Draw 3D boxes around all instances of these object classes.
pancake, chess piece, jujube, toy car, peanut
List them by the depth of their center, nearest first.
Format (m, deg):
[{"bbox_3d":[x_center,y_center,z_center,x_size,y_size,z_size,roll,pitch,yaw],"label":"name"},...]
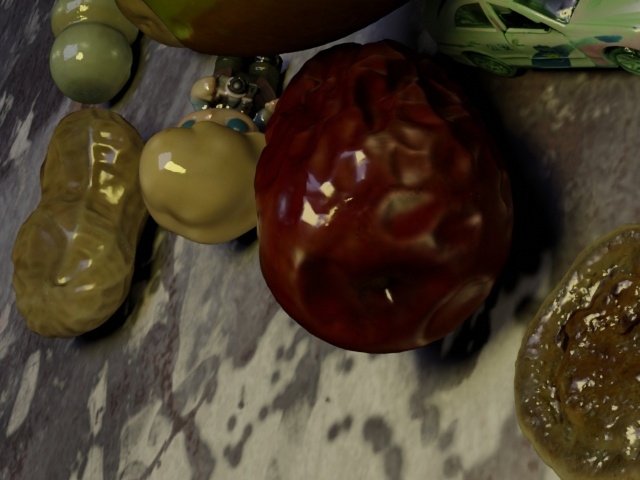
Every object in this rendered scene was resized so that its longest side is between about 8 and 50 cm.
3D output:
[{"bbox_3d":[0.151,0.056,0.616,0.151,0.025,0.152,-36,41,40],"label":"pancake"},{"bbox_3d":[0.140,-0.152,0.744,0.224,0.076,0.090,14,79,61],"label":"toy car"},{"bbox_3d":[0.032,-0.035,0.762,0.155,0.155,0.230,-52,25,22],"label":"jujube"},{"bbox_3d":[-0.232,-0.019,1.220,0.196,0.110,0.233,-22,50,58],"label":"peanut"},{"bbox_3d":[-0.260,-0.269,1.465,0.133,0.133,0.243,-33,49,44],"label":"chess piece"}]

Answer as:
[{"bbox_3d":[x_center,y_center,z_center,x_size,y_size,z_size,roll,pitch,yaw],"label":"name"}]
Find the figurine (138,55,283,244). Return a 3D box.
[{"bbox_3d":[-0.077,-0.088,1.039,0.108,0.114,0.196,115,174,-56],"label":"figurine"}]

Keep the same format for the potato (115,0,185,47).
[{"bbox_3d":[-0.159,-0.258,1.248,0.243,0.098,0.138,-150,56,-82],"label":"potato"}]

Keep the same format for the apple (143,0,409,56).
[{"bbox_3d":[-0.052,-0.313,0.750,0.374,0.374,0.384,0,74,59],"label":"apple"}]
